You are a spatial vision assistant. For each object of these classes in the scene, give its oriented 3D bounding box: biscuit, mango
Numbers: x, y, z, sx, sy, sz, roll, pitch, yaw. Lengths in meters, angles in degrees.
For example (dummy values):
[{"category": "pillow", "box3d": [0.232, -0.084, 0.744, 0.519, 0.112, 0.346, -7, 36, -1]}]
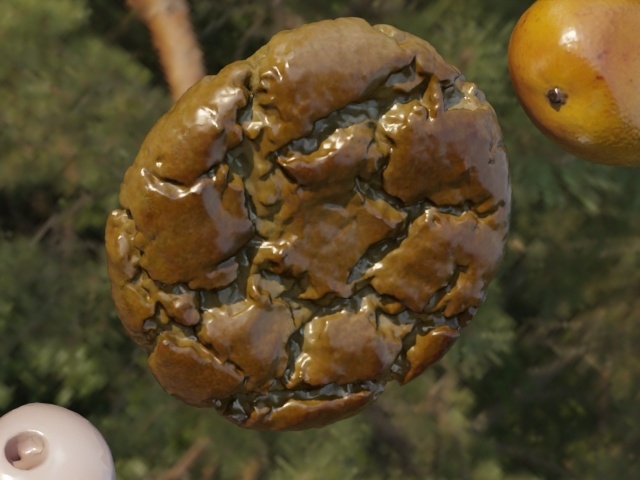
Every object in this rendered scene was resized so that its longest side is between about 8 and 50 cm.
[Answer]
[{"category": "biscuit", "box3d": [0.000, 0.000, 0.764, 0.226, 0.226, 0.042, 36, 9, -36]}, {"category": "mango", "box3d": [0.185, -0.099, 0.981, 0.089, 0.115, 0.165, -10, -31, 42]}]

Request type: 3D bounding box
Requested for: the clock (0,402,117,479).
[{"category": "clock", "box3d": [-0.052, 0.243, 0.432, 0.326, 0.342, 0.184, 33, -30, 20]}]
